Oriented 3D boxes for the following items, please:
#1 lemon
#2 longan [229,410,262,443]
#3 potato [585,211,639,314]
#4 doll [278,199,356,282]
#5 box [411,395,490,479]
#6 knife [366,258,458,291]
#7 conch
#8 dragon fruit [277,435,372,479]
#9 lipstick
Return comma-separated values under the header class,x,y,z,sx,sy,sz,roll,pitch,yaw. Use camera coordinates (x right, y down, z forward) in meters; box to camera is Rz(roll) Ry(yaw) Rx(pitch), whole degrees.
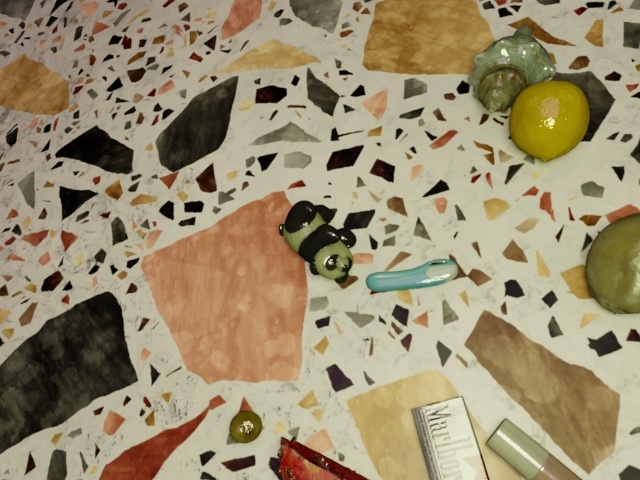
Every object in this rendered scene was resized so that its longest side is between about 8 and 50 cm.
class,x,y,z,sx,sy,sz,roll,pitch,yaw
lemon,0.551,-0.288,1.122,0.178,0.178,0.203,5,89,17
longan,-0.167,0.422,1.040,0.075,0.083,0.075,1,86,-19
potato,0.659,0.045,0.954,0.235,0.160,0.178,-62,27,-1
doll,0.000,-0.001,1.164,0.234,0.143,0.135,44,107,26
box,0.266,0.423,0.949,0.115,0.036,0.178,-16,63,7
knife,0.220,0.087,1.118,0.221,0.031,0.064,-10,68,14
conch,0.516,-0.471,1.219,0.203,0.169,0.386,28,76,11
dragon fruit,0.003,0.498,0.914,0.274,0.161,0.126,20,70,20
lipstick,0.441,0.451,0.870,0.254,0.070,0.070,38,80,26
